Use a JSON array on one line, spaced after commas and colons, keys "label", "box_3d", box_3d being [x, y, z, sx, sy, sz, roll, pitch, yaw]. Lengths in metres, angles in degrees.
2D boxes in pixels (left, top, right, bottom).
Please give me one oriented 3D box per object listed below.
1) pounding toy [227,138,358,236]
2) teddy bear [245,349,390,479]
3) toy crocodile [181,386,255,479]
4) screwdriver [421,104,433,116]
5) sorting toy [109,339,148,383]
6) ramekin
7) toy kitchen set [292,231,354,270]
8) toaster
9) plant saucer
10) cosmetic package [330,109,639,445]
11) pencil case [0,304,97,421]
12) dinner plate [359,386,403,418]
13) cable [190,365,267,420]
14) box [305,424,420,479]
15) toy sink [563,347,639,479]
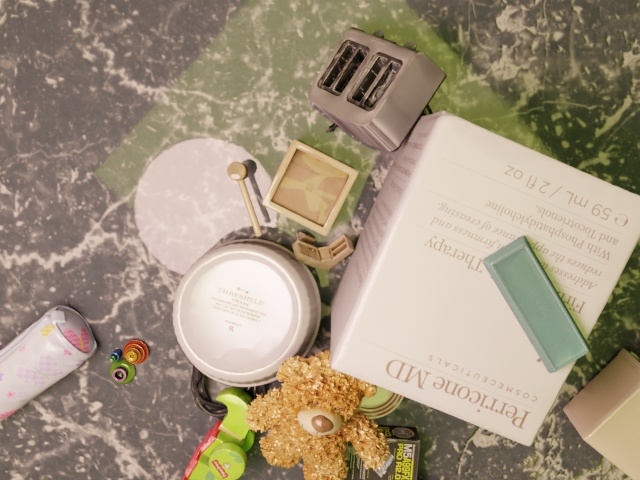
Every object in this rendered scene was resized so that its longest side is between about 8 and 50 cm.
[{"label": "pounding toy", "box_3d": [-0.065, -0.090, 1.096, 0.206, 0.094, 0.181, 26, 98, -3]}, {"label": "teddy bear", "box_3d": [-0.014, 0.326, 1.035, 0.245, 0.113, 0.338, 40, 136, 1]}, {"label": "toy crocodile", "box_3d": [-0.212, 0.434, 1.158, 0.105, 0.115, 0.341, 28, 106, -3]}, {"label": "screwdriver", "box_3d": [0.157, -0.293, 1.104, 0.025, 0.024, 0.170, -28, 91, -25]}, {"label": "sorting toy", "box_3d": [-0.377, 0.236, 1.176, 0.061, 0.042, 0.102, 34, 98, -5]}, {"label": "ramekin", "box_3d": [-0.134, 0.126, 1.072, 0.272, 0.127, 0.273, 0, 84, 1]}, {"label": "toy kitchen set", "box_3d": [0.000, 0.000, 1.114, 0.075, 0.068, 0.083, -38, 140, 28]}, {"label": "toaster", "box_3d": [0.087, -0.251, 1.027, 0.168, 0.110, 0.186, 37, 96, 39]}, {"label": "plant saucer", "box_3d": [0.297, 0.090, 0.832, 0.067, 0.018, 0.192, -32, 97, 5]}, {"label": "cosmetic package", "box_3d": [0.236, 0.039, 0.997, 0.329, 0.327, 0.394, 22, 99, -3]}, {"label": "pencil case", "box_3d": [-0.557, 0.234, 1.140, 0.273, 0.113, 0.124, -33, 119, 4]}, {"label": "dinner plate", "box_3d": [0.096, 0.278, 1.191, 0.141, 0.017, 0.141, 0, 98, 0]}, {"label": "cable", "box_3d": [-0.173, 0.268, 1.179, 0.150, 0.047, 0.185, 5, 110, -11]}, {"label": "box", "box_3d": [0.076, 0.499, 1.205, 0.216, 0.060, 0.270, 3, 99, -1]}, {"label": "toy sink", "box_3d": [0.603, 0.303, 1.135, 0.153, 0.131, 0.234, 38, 102, -5]}]
